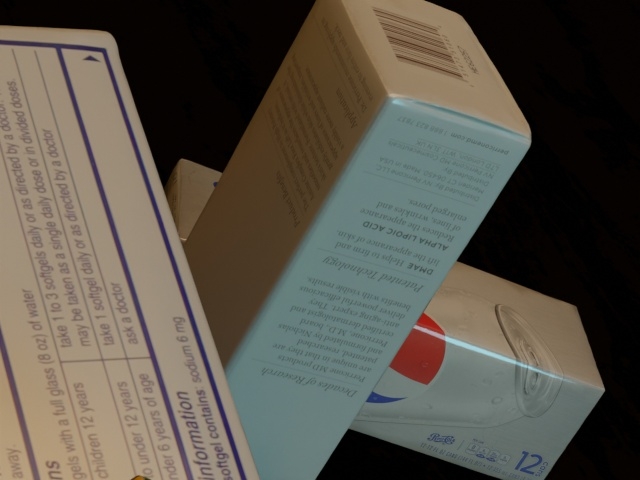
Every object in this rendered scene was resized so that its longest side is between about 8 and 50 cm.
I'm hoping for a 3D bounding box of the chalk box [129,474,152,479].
[{"bbox_3d":[-0.057,0.214,0.593,0.132,0.213,0.132,33,53,31],"label":"chalk box"}]

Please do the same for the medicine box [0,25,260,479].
[{"bbox_3d":[-0.201,0.054,0.698,0.289,0.149,0.263,-1,56,-30],"label":"medicine box"}]

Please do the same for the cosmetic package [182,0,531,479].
[{"bbox_3d":[0.000,0.000,0.866,0.085,0.231,0.117,15,32,-25],"label":"cosmetic package"}]

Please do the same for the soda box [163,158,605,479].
[{"bbox_3d":[0.026,0.054,1.084,0.286,0.091,0.098,21,29,-15],"label":"soda box"}]
